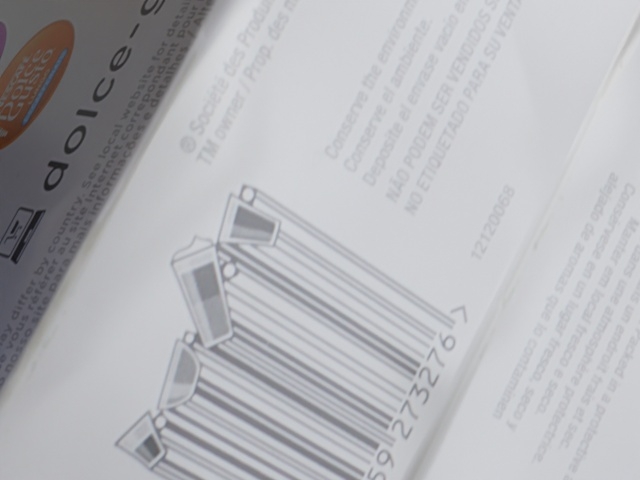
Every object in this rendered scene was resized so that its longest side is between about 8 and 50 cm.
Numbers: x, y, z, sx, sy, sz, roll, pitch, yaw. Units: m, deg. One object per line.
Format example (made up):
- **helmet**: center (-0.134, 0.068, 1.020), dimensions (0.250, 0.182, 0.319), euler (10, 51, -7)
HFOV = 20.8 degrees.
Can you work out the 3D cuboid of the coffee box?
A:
- **coffee box**: center (0.000, 0.000, 0.713), dimensions (0.338, 0.337, 0.334), euler (35, -13, -30)
